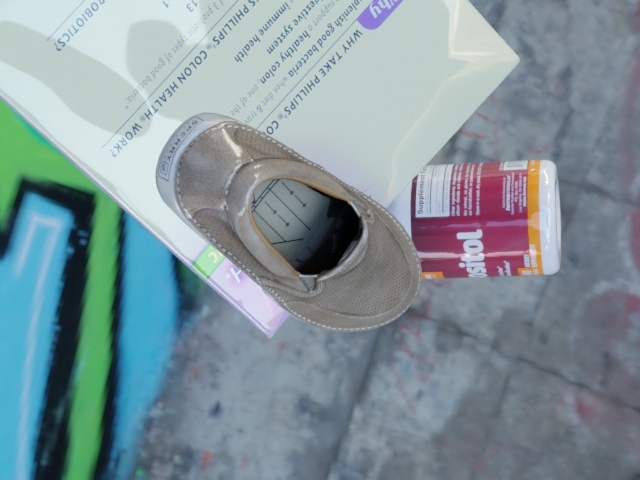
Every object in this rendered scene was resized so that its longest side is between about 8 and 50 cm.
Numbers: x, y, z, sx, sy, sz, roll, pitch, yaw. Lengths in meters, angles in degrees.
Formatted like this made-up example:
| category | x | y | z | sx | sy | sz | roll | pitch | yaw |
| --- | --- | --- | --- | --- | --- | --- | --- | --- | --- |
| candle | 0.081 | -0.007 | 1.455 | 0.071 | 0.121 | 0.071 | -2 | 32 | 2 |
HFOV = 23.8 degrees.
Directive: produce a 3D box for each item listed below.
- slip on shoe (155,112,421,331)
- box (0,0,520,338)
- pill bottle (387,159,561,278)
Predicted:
| category | x | y | z | sx | sy | sz | roll | pitch | yaw |
| --- | --- | --- | --- | --- | --- | --- | --- | --- | --- |
| slip on shoe | 0.000 | 0.000 | 0.521 | 0.041 | 0.135 | 0.051 | 27 | 81 | 42 |
| box | -0.055 | -0.111 | 0.853 | 0.213 | 0.243 | 0.117 | -48 | 20 | -4 |
| pill bottle | 0.100 | -0.014 | 1.125 | 0.152 | 0.086 | 0.086 | -2 | 71 | 13 |
